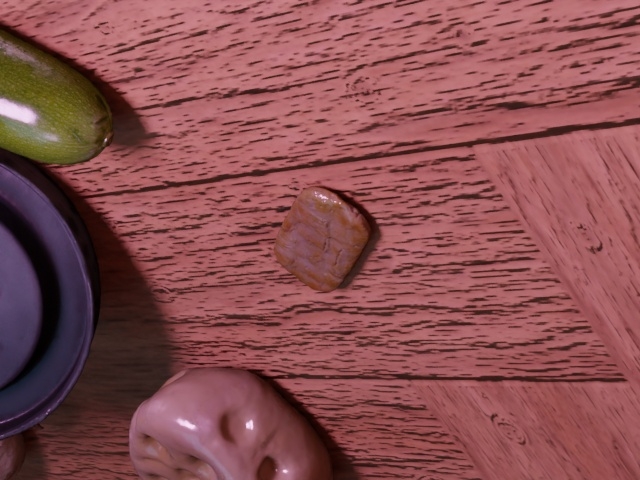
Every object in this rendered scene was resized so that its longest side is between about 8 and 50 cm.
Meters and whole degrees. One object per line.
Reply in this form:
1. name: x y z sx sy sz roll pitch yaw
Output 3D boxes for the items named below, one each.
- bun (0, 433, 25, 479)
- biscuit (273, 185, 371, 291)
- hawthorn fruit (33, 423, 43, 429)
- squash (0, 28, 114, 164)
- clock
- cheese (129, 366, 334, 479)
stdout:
1. bun: -0.513 0.239 2.126 0.287 0.146 0.287 28 150 18
2. biscuit: 0.000 0.000 1.405 0.071 0.018 0.147 36 149 4
3. hawthorn fruit: -0.452 0.118 1.820 0.262 0.258 0.258 27 158 -33
4. squash: -0.344 -0.163 1.460 0.379 0.101 0.101 29 148 17
5. clock: -0.372 0.048 1.624 0.325 0.067 0.325 2 110 6
6. cheese: -0.097 0.219 1.704 0.218 0.117 0.235 9 140 40
